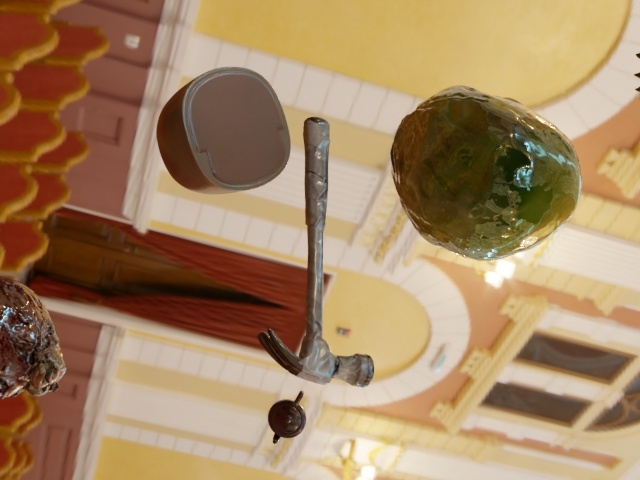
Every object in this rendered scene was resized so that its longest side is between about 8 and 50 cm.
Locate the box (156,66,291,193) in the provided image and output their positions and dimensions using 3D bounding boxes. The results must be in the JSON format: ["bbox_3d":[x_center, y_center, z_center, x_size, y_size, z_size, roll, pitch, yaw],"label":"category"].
[{"bbox_3d":[-0.244,-0.246,1.930,0.216,0.301,0.300,-12,-119,55],"label":"box"}]

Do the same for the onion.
[{"bbox_3d":[-0.587,0.181,1.365,0.280,0.281,0.221,-87,-165,-52],"label":"onion"}]

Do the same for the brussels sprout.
[{"bbox_3d":[0.270,-0.113,1.375,0.344,0.344,0.268,-92,-162,-60],"label":"brussels sprout"}]

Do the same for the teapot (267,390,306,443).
[{"bbox_3d":[-0.055,0.301,1.377,0.100,0.068,0.045,-61,179,-10],"label":"teapot"}]

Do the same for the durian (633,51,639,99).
[{"bbox_3d":[0.493,-0.279,0.959,0.355,0.169,0.157,-47,149,-7],"label":"durian"}]

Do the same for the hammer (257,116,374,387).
[{"bbox_3d":[0.000,-0.001,1.137,0.044,0.152,0.426,130,-31,-51],"label":"hammer"}]
